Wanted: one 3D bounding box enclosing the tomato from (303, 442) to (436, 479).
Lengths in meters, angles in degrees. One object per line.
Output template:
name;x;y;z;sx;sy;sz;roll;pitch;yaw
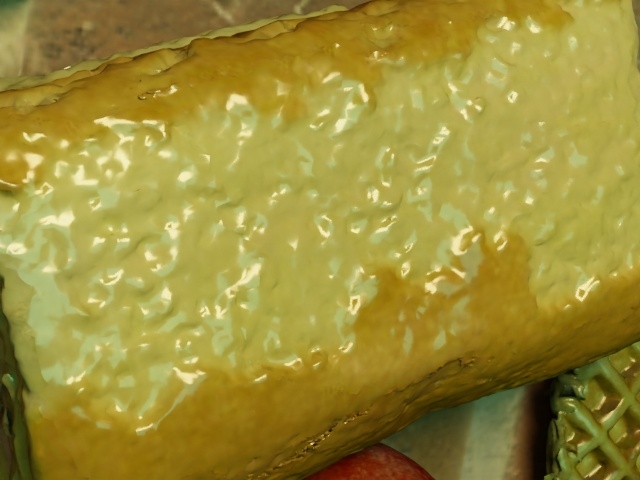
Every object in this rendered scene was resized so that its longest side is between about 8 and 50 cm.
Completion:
tomato;0.001;0.180;0.737;0.167;0.167;0.167;-6;103;-28

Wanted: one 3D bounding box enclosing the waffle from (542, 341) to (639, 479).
waffle;0.222;0.140;0.901;0.208;0.054;0.214;1;97;-33

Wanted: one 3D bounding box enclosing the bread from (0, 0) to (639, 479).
bread;0.000;0.000;0.685;0.375;0.165;0.236;-20;107;-26
